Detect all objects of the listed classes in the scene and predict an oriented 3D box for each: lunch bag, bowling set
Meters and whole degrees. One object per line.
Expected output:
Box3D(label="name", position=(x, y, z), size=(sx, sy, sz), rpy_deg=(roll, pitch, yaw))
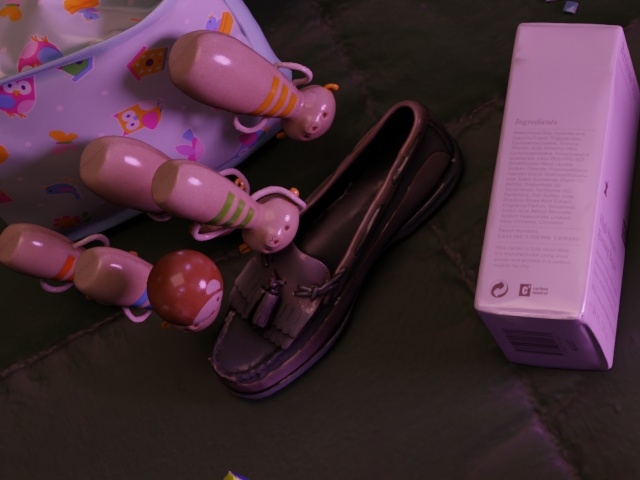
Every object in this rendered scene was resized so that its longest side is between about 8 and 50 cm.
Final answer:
Box3D(label="lunch bag", position=(-0.169, -0.133, 1.299), size=(0.262, 0.223, 0.160), rpy_deg=(-19, 54, 10))
Box3D(label="bowling set", position=(-0.097, 0.007, 1.222), size=(0.287, 0.154, 0.200), rpy_deg=(-42, 48, 25))

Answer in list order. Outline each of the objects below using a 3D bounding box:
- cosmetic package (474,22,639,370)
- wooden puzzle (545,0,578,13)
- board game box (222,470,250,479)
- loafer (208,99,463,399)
Box3D(label="cosmetic package", position=(0.178, -0.032, 1.188), size=(0.085, 0.117, 0.231), rpy_deg=(4, 69, 21))
Box3D(label="wooden puzzle", position=(0.206, -0.222, 1.329), size=(0.049, 0.006, 0.083), rpy_deg=(-9, 63, 16))
Box3D(label="board game box", position=(-0.070, 0.366, 1.084), size=(0.233, 0.078, 0.347), rpy_deg=(35, 86, 25))
Box3D(label="loafer", position=(0.000, 0.000, 1.255), size=(0.096, 0.084, 0.267), rpy_deg=(36, 82, 31))
